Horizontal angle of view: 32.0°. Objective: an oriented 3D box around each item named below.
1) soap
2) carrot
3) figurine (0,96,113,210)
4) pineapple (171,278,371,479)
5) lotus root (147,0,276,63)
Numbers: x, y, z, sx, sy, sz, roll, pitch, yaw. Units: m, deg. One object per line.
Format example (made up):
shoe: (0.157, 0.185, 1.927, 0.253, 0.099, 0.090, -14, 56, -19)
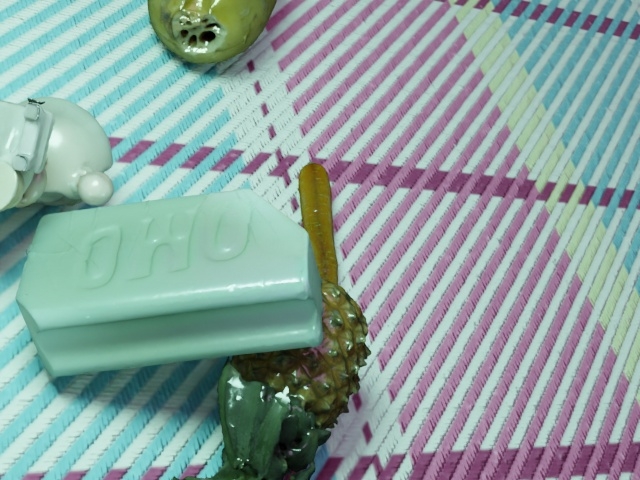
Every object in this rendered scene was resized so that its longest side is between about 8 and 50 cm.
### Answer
soap: (-0.146, 0.036, 1.125, 0.289, 0.095, 0.173, -7, 39, 6)
carrot: (0.000, 0.000, 1.400, 0.043, 0.043, 0.248, 12, 50, -23)
figurine: (-0.315, -0.099, 1.190, 0.256, 0.181, 0.145, -14, 97, -81)
pineapple: (-0.054, 0.193, 1.111, 0.165, 0.165, 0.364, 29, 44, -7)
lotus root: (-0.137, -0.375, 1.566, 0.169, 0.151, 0.343, 17, 43, -1)
